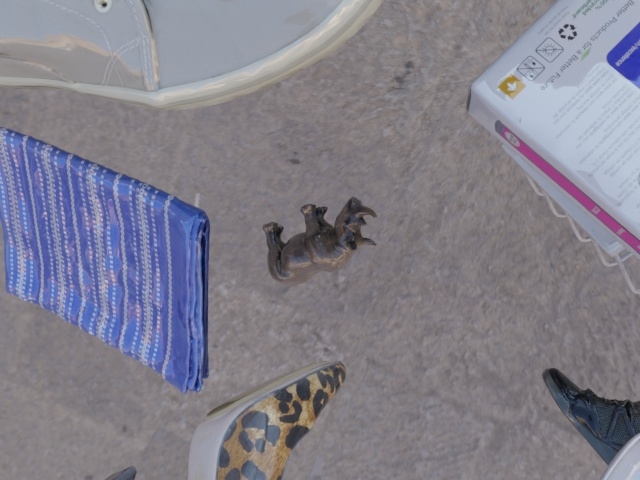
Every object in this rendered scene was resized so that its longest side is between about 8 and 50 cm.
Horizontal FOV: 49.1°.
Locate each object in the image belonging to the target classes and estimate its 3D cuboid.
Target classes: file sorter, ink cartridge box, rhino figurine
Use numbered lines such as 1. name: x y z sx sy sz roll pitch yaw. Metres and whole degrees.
1. file sorter: 0.460 -0.087 1.088 0.193 0.278 0.173 -38 135 9
2. ink cartridge box: 0.319 -0.066 0.596 0.176 0.069 0.371 -44 73 -4
3. rhino figurine: 0.000 0.000 1.062 0.243 0.073 0.106 -23 77 43

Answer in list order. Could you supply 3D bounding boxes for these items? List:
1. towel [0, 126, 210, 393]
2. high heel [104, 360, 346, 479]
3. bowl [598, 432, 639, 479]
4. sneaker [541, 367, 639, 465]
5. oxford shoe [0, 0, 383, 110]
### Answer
1. towel: -0.264 0.021 0.809 0.336 0.040 0.243 22 124 24
2. high heel: -0.039 0.220 0.566 0.093 0.261 0.186 -33 85 50
3. bowl: 0.261 0.231 0.523 0.142 0.053 0.142 34 78 12
4. sneaker: 0.507 0.296 1.243 0.130 0.087 0.227 -47 66 14
5. oxford shoe: -0.162 -0.195 0.522 0.449 0.130 0.169 6 68 26
